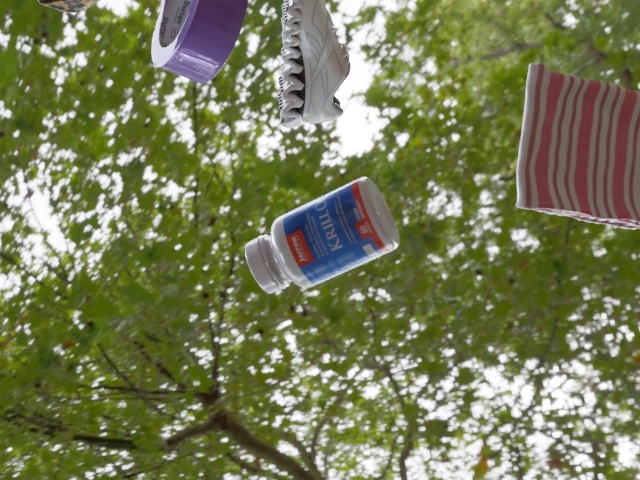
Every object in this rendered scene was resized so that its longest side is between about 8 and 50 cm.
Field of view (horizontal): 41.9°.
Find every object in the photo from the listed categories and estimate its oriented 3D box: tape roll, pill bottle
[{"bbox_3d":[-0.196,-0.354,1.341,0.080,0.189,0.189,18,-116,-31],"label":"tape roll"},{"bbox_3d":[0.000,0.000,1.302,0.124,0.221,0.124,57,-164,-27],"label":"pill bottle"}]

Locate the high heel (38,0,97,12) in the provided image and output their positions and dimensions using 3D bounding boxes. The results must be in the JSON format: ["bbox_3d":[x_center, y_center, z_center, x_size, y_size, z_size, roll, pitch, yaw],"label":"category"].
[{"bbox_3d":[-0.372,-0.459,1.371,0.186,0.261,0.093,-22,-97,-20],"label":"high heel"}]

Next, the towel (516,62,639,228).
[{"bbox_3d":[0.279,-0.090,0.834,0.197,0.029,0.144,7,-95,-28],"label":"towel"}]

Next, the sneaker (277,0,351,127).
[{"bbox_3d":[-0.008,-0.321,1.367,0.118,0.292,0.110,1,-142,-5],"label":"sneaker"}]
